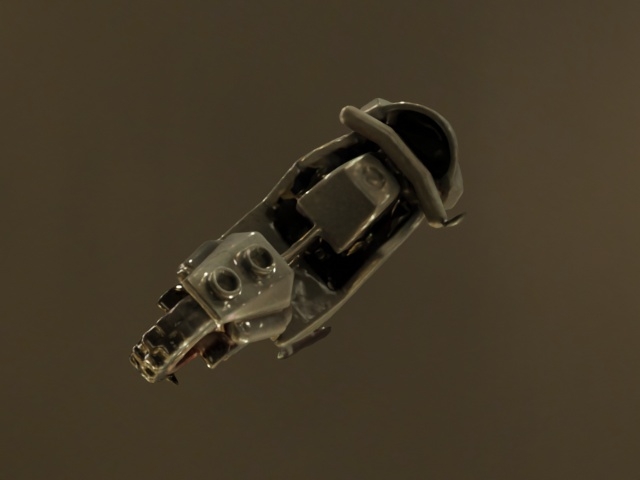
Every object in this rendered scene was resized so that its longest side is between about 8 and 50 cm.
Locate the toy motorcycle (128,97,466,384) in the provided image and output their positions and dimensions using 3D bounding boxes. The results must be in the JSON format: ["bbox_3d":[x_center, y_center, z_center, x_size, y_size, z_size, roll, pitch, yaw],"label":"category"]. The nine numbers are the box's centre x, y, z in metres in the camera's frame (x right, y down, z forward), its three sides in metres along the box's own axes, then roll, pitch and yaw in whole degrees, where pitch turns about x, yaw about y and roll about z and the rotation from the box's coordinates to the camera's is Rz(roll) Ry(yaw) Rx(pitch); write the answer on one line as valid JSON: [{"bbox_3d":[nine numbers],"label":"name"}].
[{"bbox_3d":[0.000,0.000,0.743,0.080,0.215,0.122,48,-46,8],"label":"toy motorcycle"}]
